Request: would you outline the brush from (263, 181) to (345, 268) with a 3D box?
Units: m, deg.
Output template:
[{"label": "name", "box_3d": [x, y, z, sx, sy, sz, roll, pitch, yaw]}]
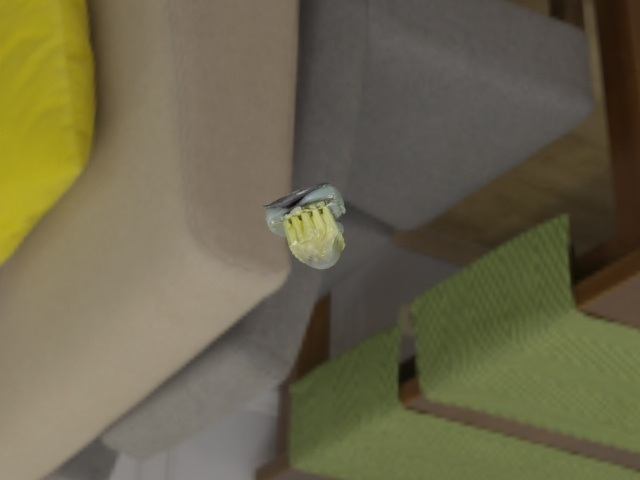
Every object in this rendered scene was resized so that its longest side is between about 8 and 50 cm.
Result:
[{"label": "brush", "box_3d": [0.000, 0.000, 1.159, 0.068, 0.060, 0.297, -22, 174, 2]}]
